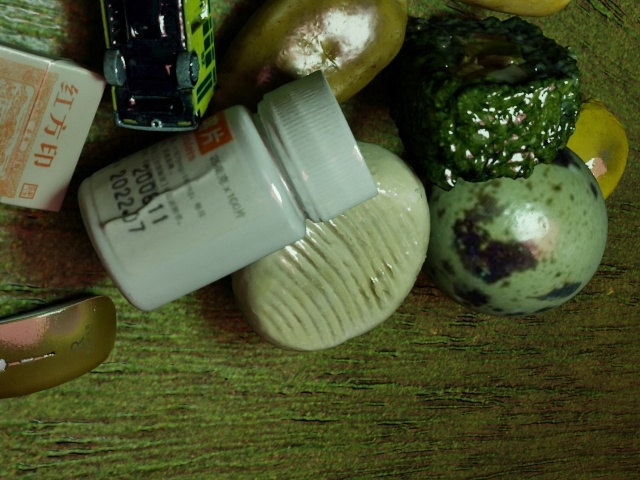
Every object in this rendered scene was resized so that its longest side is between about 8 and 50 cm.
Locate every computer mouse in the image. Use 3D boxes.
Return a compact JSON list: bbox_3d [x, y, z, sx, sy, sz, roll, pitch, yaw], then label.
[{"bbox_3d":[-0.400,0.152,1.495,0.245,0.056,0.126,-14,120,-36],"label":"computer mouse"}]

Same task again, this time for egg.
[{"bbox_3d":[0.347,-0.032,1.878,0.428,0.345,0.345,14,102,-49],"label":"egg"}]

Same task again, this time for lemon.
[{"bbox_3d":[0.515,-0.170,2.072,0.188,0.188,0.257,22,86,-47],"label":"lemon"}]

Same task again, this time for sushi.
[{"bbox_3d":[0.267,-0.238,1.673,0.294,0.352,0.178,-4,123,-7],"label":"sushi"}]

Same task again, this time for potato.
[{"bbox_3d":[-0.015,-0.288,1.547,0.369,0.176,0.195,-43,161,-12],"label":"potato"}]

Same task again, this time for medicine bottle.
[{"bbox_3d":[-0.124,-0.069,1.425,0.371,0.211,0.211,-26,132,3],"label":"medicine bottle"}]

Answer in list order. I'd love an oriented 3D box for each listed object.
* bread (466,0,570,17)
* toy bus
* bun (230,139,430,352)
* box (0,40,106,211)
[{"bbox_3d":[0.270,-0.455,1.693,0.344,0.195,0.149,1,91,-43],"label":"bread"},{"bbox_3d":[-0.210,-0.288,1.360,0.150,0.128,0.262,-71,162,-59],"label":"toy bus"},{"bbox_3d":[0.000,0.000,1.663,0.326,0.234,0.362,20,105,-41],"label":"bun"},{"bbox_3d":[-0.449,-0.156,1.268,0.365,0.051,0.205,9,108,-49],"label":"box"}]
